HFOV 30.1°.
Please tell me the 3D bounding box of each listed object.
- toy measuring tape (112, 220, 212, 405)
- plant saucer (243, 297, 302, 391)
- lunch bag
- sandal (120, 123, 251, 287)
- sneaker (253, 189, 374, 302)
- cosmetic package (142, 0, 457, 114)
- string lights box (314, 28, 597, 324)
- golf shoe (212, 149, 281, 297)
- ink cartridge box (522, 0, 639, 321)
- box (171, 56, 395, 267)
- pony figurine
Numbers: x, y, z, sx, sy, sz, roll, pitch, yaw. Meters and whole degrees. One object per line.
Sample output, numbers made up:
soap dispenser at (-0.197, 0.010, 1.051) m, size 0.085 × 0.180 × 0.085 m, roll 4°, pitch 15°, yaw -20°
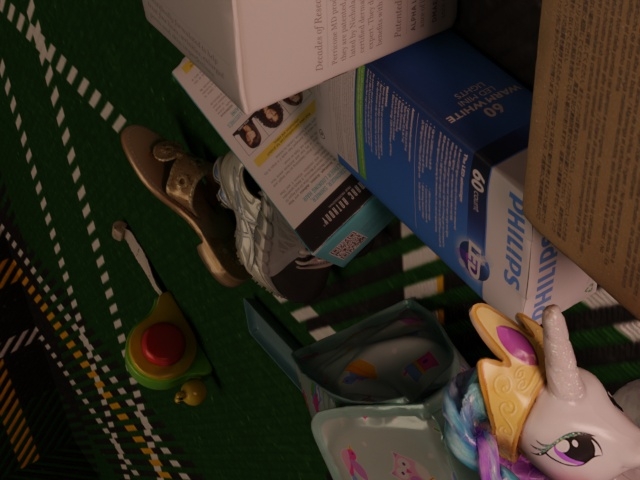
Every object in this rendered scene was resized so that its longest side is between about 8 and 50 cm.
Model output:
toy measuring tape at (-0.285, 0.126, 1.898) m, size 0.330 × 0.121 × 0.121 m, roll 58°, pitch 158°, yaw 15°
plant saucer at (-0.039, 0.144, 1.493) m, size 0.192 × 0.018 × 0.067 m, roll 43°, pitch 150°, yaw 40°
lunch bag at (0.090, 0.193, 1.023) m, size 0.262 × 0.160 × 0.223 m, roll -143°, pitch 30°, yaw -75°
sandal at (-0.141, -0.061, 1.451) m, size 0.079 × 0.088 × 0.240 m, roll -35°, pitch 89°, yaw 37°
sneaker at (0.000, 0.000, 1.157) m, size 0.132 × 0.086 × 0.229 m, roll 41°, pitch 149°, yaw 39°
cosmetic package at (-0.019, -0.212, 0.823) m, size 0.151 × 0.183 × 0.151 m, roll 46°, pitch 152°, yaw 39°
string lights box at (0.094, -0.067, 0.876) m, size 0.260 × 0.076 × 0.133 m, roll 46°, pitch 153°, yaw 37°
golf shoe at (-0.058, -0.020, 1.292) m, size 0.176 × 0.069 × 0.086 m, roll 63°, pitch 152°, yaw -2°
ink cartridge box at (0.201, -0.062, 0.613) m, size 0.193 × 0.088 × 0.235 m, roll 47°, pitch 152°, yaw 40°
box at (-0.026, -0.099, 1.065) m, size 0.244 × 0.100 × 0.060 m, roll 52°, pitch -167°, yaw 27°
pony figurine at (0.211, 0.208, 0.721) m, size 0.363 × 0.303 × 0.351 m, roll 34°, pitch 150°, yaw 13°
